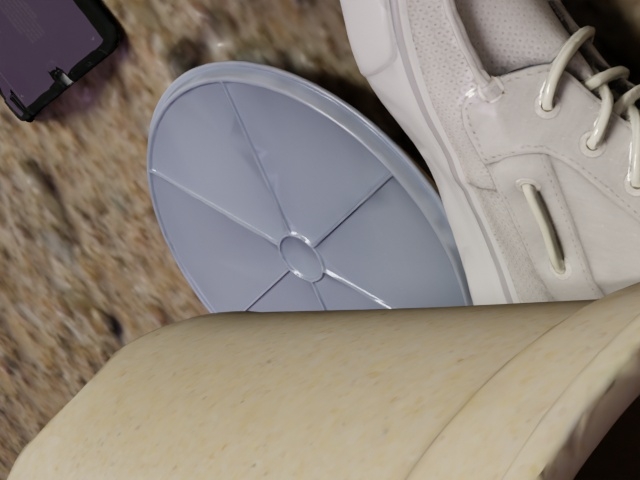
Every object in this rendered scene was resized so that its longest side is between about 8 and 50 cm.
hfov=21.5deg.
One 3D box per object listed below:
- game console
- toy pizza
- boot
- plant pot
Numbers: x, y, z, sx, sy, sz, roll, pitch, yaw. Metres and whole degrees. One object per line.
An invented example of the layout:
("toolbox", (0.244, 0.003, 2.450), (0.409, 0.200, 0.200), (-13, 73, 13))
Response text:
("game console", (-0.163, -0.126, 0.855), (0.107, 0.071, 0.122), (-35, 99, 24))
("toy pizza", (0.000, 0.000, 0.792), (0.201, 0.032, 0.201), (28, 141, 26))
("boot", (0.100, -0.047, 0.610), (0.123, 0.095, 0.258), (4, 135, 36))
("plant pot", (0.046, 0.147, 0.571), (0.305, 0.334, 0.334), (8, 130, 51))
